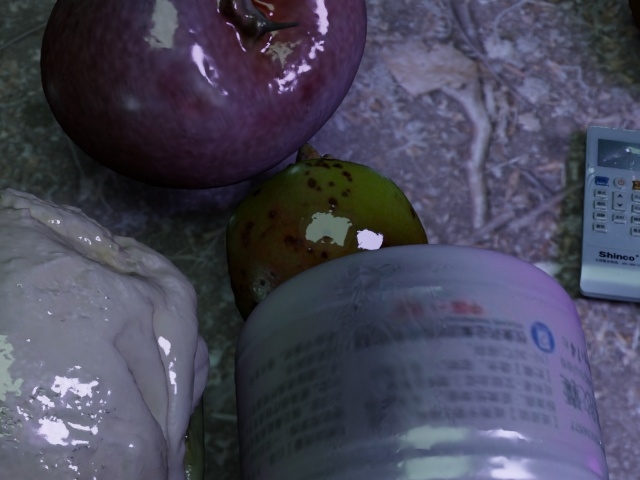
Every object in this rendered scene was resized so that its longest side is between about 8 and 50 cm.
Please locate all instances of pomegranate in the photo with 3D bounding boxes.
[{"bbox_3d":[0.000,0.000,1.430,0.159,0.159,0.205,-4,35,-4],"label":"pomegranate"}]

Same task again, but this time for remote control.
[{"bbox_3d":[0.245,-0.023,1.507,0.061,0.029,0.162,8,57,1],"label":"remote control"}]

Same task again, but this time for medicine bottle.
[{"bbox_3d":[0.075,0.192,1.254,0.256,0.256,0.325,-4,60,-4],"label":"medicine bottle"}]

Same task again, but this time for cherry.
[{"bbox_3d":[-0.103,-0.158,1.447,0.261,0.221,0.307,-36,27,-24],"label":"cherry"}]

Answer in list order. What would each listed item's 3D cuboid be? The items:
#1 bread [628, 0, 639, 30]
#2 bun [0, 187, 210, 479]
[{"bbox_3d":[0.384,-0.203,1.548,0.247,0.135,0.232,-6,62,-6],"label":"bread"},{"bbox_3d":[-0.180,0.137,1.240,0.211,0.359,0.359,8,61,-6],"label":"bun"}]
